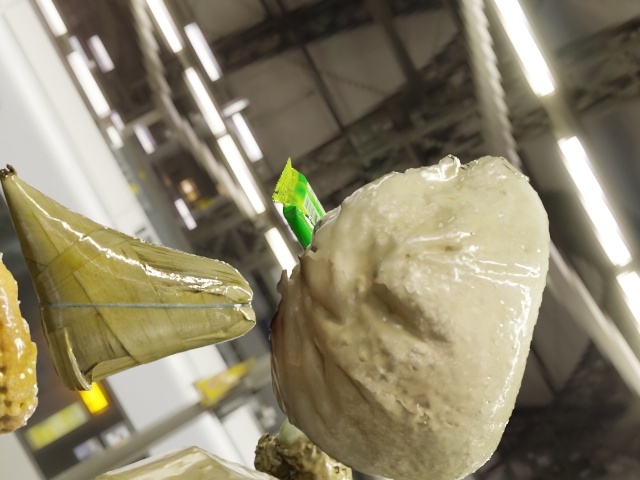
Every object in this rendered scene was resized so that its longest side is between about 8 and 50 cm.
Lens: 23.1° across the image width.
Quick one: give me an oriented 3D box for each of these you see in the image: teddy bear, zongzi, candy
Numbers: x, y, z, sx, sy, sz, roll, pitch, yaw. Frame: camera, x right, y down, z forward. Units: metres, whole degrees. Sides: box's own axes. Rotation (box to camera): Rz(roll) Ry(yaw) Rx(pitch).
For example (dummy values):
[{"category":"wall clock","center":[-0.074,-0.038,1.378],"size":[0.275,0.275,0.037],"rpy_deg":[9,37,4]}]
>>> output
[{"category":"teddy bear","center":[-0.066,0.363,1.984],"size":[0.156,0.256,0.267],"rpy_deg":[39,45,-53]},{"category":"zongzi","center":[-0.205,0.012,1.674],"size":[0.115,0.228,0.256],"rpy_deg":[-118,-169,-82]},{"category":"candy","center":[-0.001,0.000,1.758],"size":[0.178,0.032,0.102],"rpy_deg":[60,14,-22]}]

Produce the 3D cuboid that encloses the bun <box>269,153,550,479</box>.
[{"category":"bun","center":[0.061,0.070,1.306],"size":[0.281,0.205,0.281],"rpy_deg":[-168,-90,-88]}]

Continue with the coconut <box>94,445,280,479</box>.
[{"category":"coconut","center":[-0.127,0.315,1.459],"size":[0.259,0.259,0.259],"rpy_deg":[56,-12,19]}]

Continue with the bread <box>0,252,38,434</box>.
[{"category":"bread","center":[-0.461,0.129,2.041],"size":[0.274,0.149,0.274],"rpy_deg":[170,-90,-68]}]
